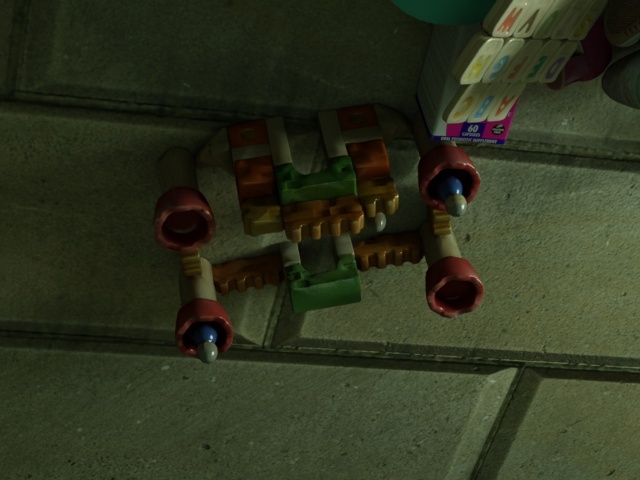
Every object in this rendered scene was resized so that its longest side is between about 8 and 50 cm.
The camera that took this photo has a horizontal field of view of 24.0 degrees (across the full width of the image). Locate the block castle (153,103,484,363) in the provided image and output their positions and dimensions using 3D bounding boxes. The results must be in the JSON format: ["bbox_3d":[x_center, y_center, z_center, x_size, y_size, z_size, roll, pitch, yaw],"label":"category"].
[{"bbox_3d":[0.000,0.000,2.138,0.453,0.212,0.303,-9,132,-3],"label":"block castle"}]

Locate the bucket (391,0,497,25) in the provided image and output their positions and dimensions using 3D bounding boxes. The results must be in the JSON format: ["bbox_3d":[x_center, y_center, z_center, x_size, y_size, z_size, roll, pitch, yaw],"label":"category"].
[{"bbox_3d":[0.162,-0.411,1.831,0.281,0.183,0.281,-7,132,-8],"label":"bucket"}]

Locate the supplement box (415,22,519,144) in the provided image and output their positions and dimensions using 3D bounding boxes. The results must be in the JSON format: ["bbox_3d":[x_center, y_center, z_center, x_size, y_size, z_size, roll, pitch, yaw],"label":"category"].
[{"bbox_3d":[0.212,-0.250,2.031,0.111,0.114,0.220,2,128,-13],"label":"supplement box"}]

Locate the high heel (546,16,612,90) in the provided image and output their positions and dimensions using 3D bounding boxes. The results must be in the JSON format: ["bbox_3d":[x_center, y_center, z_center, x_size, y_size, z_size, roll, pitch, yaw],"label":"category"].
[{"bbox_3d":[0.357,-0.326,2.037,0.117,0.082,0.244,-27,124,-33],"label":"high heel"}]

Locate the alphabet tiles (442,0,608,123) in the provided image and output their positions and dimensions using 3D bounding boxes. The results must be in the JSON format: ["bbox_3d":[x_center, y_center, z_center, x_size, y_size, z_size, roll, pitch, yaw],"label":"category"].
[{"bbox_3d":[0.267,-0.256,1.881,0.284,0.021,0.278,-10,139,-57],"label":"alphabet tiles"}]

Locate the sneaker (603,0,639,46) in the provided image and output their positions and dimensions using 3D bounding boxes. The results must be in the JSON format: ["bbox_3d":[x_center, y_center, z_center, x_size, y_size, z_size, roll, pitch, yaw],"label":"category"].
[{"bbox_3d":[0.501,-0.331,1.912,0.153,0.099,0.282,18,131,-32],"label":"sneaker"}]

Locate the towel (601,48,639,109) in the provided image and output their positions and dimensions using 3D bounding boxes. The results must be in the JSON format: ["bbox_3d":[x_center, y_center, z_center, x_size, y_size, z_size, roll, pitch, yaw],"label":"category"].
[{"bbox_3d":[0.567,-0.259,1.969,0.375,0.320,0.090,-21,93,5],"label":"towel"}]
